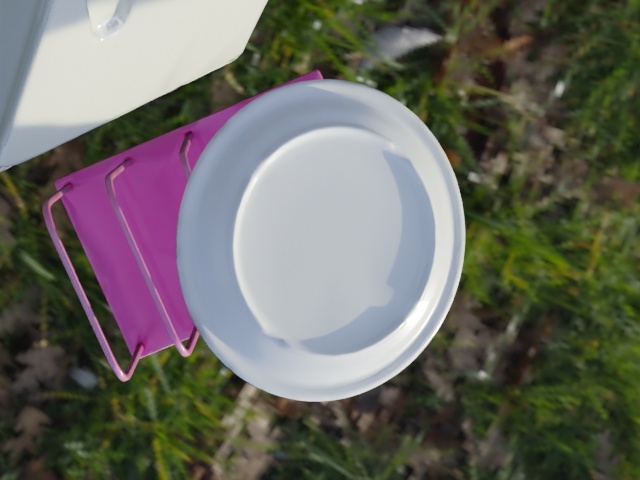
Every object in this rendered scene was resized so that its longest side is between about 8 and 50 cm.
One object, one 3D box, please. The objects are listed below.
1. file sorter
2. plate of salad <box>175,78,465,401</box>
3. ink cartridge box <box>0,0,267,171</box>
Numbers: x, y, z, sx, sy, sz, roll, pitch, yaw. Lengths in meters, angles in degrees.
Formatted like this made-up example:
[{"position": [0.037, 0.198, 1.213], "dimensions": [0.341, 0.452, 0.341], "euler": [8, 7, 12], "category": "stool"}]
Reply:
[{"position": [-0.096, -0.012, 1.496], "dimensions": [0.290, 0.182, 0.202], "euler": [-23, 99, 3], "category": "file sorter"}, {"position": [0.000, 0.000, 0.965], "dimensions": [0.200, 0.048, 0.200], "euler": [-2, 94, -27], "category": "plate of salad"}, {"position": [-0.115, -0.189, 0.477], "dimensions": [0.115, 0.273, 0.198], "euler": [-30, 166, -32], "category": "ink cartridge box"}]
